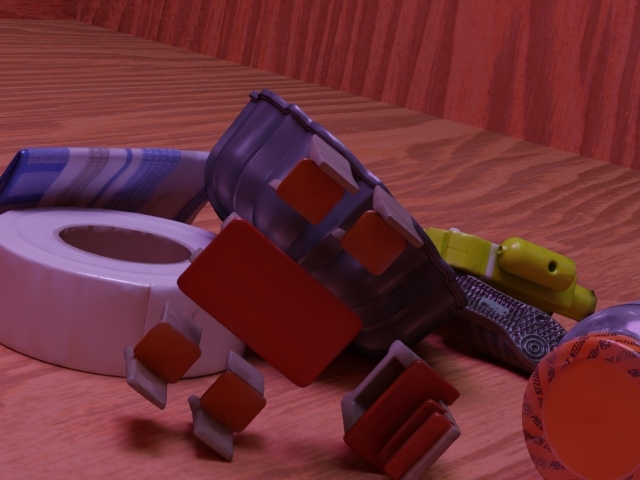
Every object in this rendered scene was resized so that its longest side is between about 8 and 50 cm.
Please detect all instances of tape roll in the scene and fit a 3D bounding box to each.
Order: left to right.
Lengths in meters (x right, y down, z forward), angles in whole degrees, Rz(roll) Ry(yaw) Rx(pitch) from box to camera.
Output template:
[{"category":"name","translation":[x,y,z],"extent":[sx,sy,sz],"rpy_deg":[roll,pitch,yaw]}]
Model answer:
[{"category":"tape roll","translation":[-0.208,0.049,1.690],"extent":[0.286,0.100,0.286],"rpy_deg":[11,13,-2]}]

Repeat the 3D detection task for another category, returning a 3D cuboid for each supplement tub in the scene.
[{"category":"supplement tub","translation":[0.330,0.145,1.503],"extent":[0.193,0.194,0.316],"rpy_deg":[20,17,36]}]

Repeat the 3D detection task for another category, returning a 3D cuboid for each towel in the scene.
[{"category":"towel","translation":[-0.254,-0.034,1.847],"extent":[0.285,0.209,0.034],"rpy_deg":[-1,56,-41]}]

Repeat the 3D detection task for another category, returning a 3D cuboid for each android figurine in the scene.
[{"category":"android figurine","translation":[0.187,0.036,1.944],"extent":[0.273,0.056,0.248],"rpy_deg":[22,-14,-23]}]

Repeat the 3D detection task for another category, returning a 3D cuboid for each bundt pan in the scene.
[{"category":"bundt pan","translation":[0.000,0.000,1.750],"extent":[0.331,0.124,0.331],"rpy_deg":[45,-8,8]}]

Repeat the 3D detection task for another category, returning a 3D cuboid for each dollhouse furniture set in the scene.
[{"category":"dollhouse furniture set","translation":[-0.003,0.087,1.413],"extent":[0.259,0.262,0.135],"rpy_deg":[40,9,-16]}]

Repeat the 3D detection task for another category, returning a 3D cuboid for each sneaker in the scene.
[{"category":"sneaker","translation":[0.210,0.106,1.845],"extent":[0.188,0.071,0.066],"rpy_deg":[37,59,15]}]
